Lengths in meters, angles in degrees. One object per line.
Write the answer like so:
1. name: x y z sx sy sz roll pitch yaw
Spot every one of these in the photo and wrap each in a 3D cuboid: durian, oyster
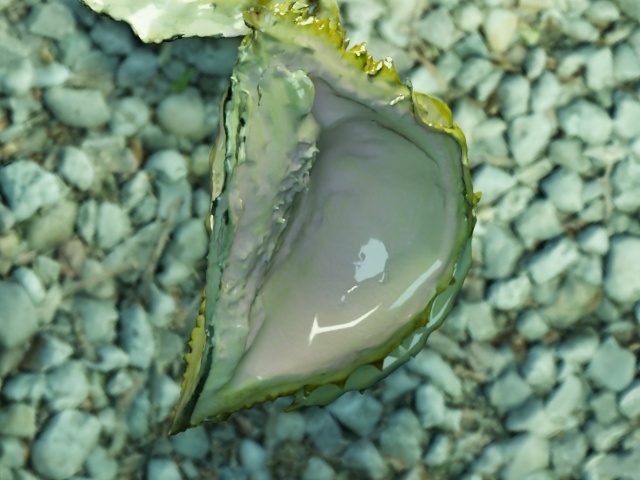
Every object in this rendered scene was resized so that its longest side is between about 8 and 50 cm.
1. durian: 0.011 -0.010 1.263 0.196 0.185 0.305 5 105 -11
2. oyster: -0.085 -0.201 1.318 0.209 0.072 0.132 1 92 16
